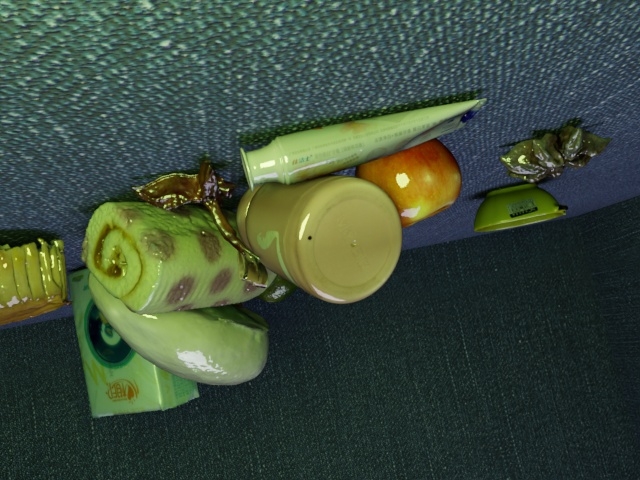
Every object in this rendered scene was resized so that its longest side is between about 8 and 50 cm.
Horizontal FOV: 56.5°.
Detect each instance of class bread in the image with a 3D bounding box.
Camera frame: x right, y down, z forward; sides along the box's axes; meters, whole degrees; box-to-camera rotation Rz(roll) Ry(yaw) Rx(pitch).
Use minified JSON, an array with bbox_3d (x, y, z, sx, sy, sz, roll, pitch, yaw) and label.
[{"bbox_3d":[-0.586,0.079,1.058,0.274,0.149,0.274,-18,172,-3],"label":"bread"},{"bbox_3d":[-0.227,0.022,1.050,0.187,0.155,0.338,32,-166,26],"label":"bread"}]

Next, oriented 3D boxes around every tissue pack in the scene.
[{"bbox_3d":[-0.488,0.242,1.535,0.287,0.388,0.162,-15,174,31],"label":"tissue pack"}]

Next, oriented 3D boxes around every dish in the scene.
[{"bbox_3d":[0.569,-0.102,1.729,0.262,0.108,0.221,-13,173,20],"label":"dish"}]

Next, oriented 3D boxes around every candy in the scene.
[{"bbox_3d":[-0.295,0.151,1.212,0.186,0.386,0.427,-52,155,-2],"label":"candy"}]

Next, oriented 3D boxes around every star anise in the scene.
[{"bbox_3d":[0.441,-0.162,1.148,0.212,0.073,0.196,-2,166,-44],"label":"star anise"},{"bbox_3d":[-0.165,-0.037,0.864,0.140,0.144,0.158,-6,178,33],"label":"star anise"}]

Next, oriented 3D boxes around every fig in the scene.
[{"bbox_3d":[-0.168,0.072,1.851,0.203,0.203,0.235,-16,133,30],"label":"fig"}]

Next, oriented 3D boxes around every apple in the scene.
[{"bbox_3d":[0.131,-0.096,0.912,0.163,0.139,0.163,-27,173,-3],"label":"apple"}]

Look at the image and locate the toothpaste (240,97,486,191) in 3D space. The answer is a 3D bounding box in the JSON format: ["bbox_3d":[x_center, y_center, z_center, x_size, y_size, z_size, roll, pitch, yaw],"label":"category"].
[{"bbox_3d":[0.058,-0.131,0.790,0.323,0.066,0.100,-15,169,-9],"label":"toothpaste"}]

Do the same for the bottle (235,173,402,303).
[{"bbox_3d":[-0.032,-0.006,0.902,0.173,0.207,0.297,24,178,-31],"label":"bottle"}]

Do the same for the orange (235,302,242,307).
[{"bbox_3d":[-0.415,0.224,1.878,0.322,0.322,0.357,-13,167,13],"label":"orange"}]

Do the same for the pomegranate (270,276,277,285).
[{"bbox_3d":[-0.156,0.024,1.335,0.209,0.180,0.180,-39,161,27],"label":"pomegranate"}]
